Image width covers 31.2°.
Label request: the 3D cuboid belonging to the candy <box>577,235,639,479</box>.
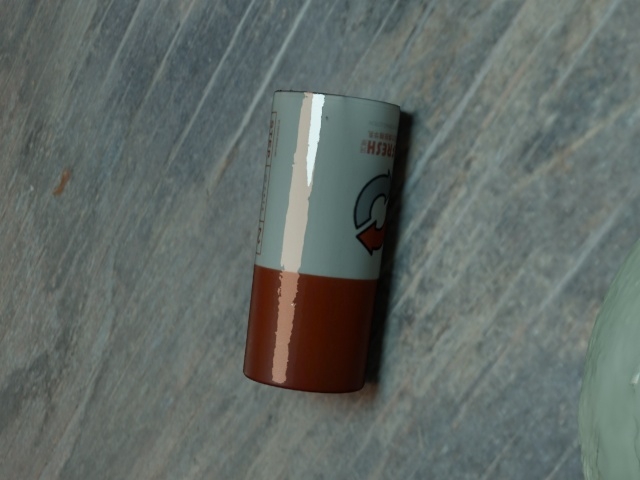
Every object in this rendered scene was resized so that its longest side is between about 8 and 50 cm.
[{"bbox_3d":[0.250,0.073,0.503,0.295,0.185,0.296,-16,63,34],"label":"candy"}]

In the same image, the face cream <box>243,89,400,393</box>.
[{"bbox_3d":[0.000,0.000,0.859,0.096,0.095,0.214,10,94,49],"label":"face cream"}]
